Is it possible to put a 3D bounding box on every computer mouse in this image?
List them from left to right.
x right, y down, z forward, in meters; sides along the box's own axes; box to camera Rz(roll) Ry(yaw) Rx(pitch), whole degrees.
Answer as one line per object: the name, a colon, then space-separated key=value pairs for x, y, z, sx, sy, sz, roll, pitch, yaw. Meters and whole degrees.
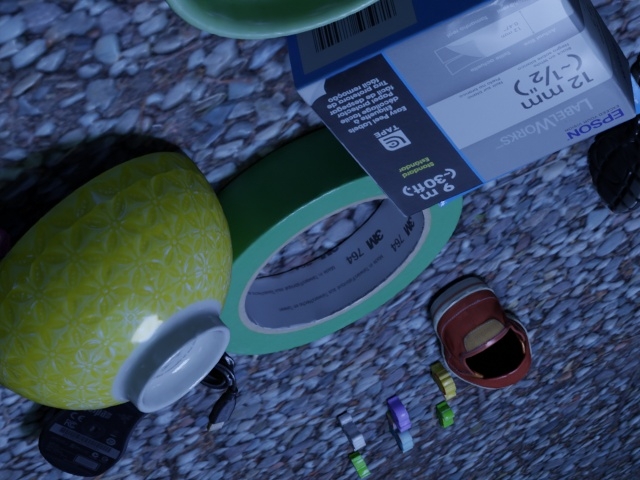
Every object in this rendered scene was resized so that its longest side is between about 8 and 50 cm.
computer mouse: x=-0.198 y=0.180 z=1.993 sx=0.184 sy=0.060 sz=0.262 roll=21 pitch=129 yaw=-12

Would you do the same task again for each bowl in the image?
bowl: x=-0.180 y=0.071 z=1.714 sx=0.289 sy=0.156 sz=0.289 roll=-38 pitch=160 yaw=-17

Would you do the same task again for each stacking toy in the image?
stacking toy: x=0.117 y=0.268 z=2.561 sx=0.167 sy=0.052 sz=0.221 roll=-28 pitch=154 yaw=-8

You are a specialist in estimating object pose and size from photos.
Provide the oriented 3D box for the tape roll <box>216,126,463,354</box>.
tape roll: x=0.000 y=0.000 z=1.944 sx=0.321 sy=0.077 sz=0.321 roll=-25 pitch=152 yaw=-14

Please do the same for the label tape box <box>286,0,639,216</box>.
label tape box: x=0.156 y=-0.136 z=1.685 sx=0.249 sy=0.115 sz=0.347 roll=-24 pitch=139 yaw=17

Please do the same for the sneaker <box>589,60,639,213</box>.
sneaker: x=0.408 y=-0.128 z=2.133 sx=0.106 sy=0.101 sz=0.267 roll=-20 pitch=152 yaw=-27

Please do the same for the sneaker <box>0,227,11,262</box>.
sneaker: x=-0.356 y=0.053 z=1.671 sx=0.170 sy=0.075 sz=0.063 roll=-58 pitch=170 yaw=4

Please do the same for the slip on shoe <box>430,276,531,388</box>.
slip on shoe: x=0.231 y=0.150 z=2.425 sx=0.123 sy=0.101 sz=0.331 roll=-34 pitch=155 yaw=1

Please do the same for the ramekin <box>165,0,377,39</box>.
ramekin: x=-0.017 y=-0.306 z=1.313 sx=0.303 sy=0.148 sz=0.303 roll=-25 pitch=153 yaw=-14
